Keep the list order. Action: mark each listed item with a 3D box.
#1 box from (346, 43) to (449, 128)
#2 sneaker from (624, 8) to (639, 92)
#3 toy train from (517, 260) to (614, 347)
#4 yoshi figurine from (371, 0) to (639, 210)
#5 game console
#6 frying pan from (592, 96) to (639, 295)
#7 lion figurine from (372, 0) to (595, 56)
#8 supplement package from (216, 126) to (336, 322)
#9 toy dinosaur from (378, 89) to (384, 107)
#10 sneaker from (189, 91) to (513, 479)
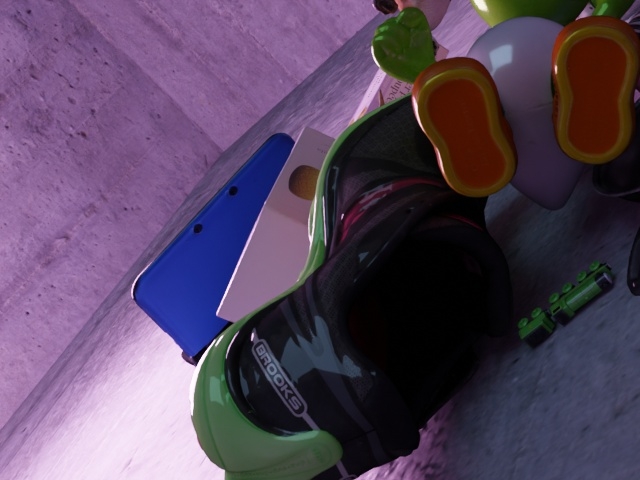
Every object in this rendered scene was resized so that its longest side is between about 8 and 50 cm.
[{"bbox_3d":[0.061,-0.123,1.583,0.324,0.063,0.067,-62,14,-8],"label":"box"},{"bbox_3d":[0.305,-0.184,1.096,0.075,0.063,0.170,-46,4,32],"label":"sneaker"},{"bbox_3d":[0.174,0.046,0.862,0.083,0.017,0.023,-41,21,19],"label":"toy train"},{"bbox_3d":[0.165,-0.171,0.990,0.203,0.204,0.362,-57,2,21],"label":"yoshi figurine"},{"bbox_3d":[-0.119,0.017,1.650,0.293,0.173,0.250,-47,11,-12],"label":"game console"},{"bbox_3d":[0.276,-0.075,0.827,0.197,0.053,0.326,-44,12,18],"label":"frying pan"},{"bbox_3d":[0.201,-0.316,1.415,0.240,0.392,0.142,-123,37,-51],"label":"lion figurine"},{"bbox_3d":[0.000,0.000,1.273,0.244,0.139,0.133,-71,5,-65],"label":"supplement package"},{"bbox_3d":[0.050,-0.058,1.438,0.211,0.112,0.064,-51,12,10],"label":"toy dinosaur"},{"bbox_3d":[0.077,0.029,0.982,0.202,0.185,0.482,-16,30,33],"label":"sneaker"}]
